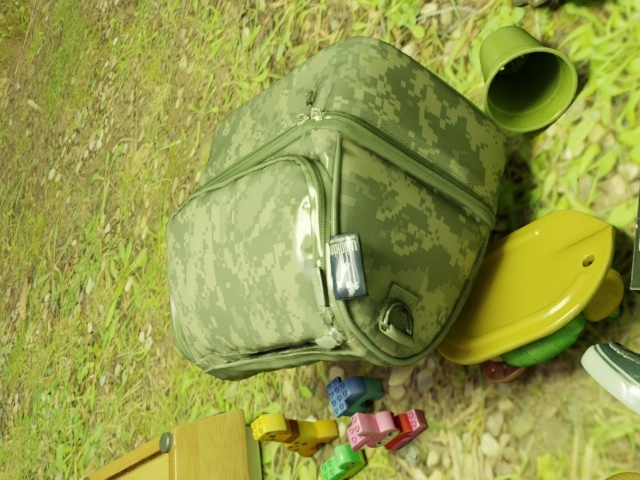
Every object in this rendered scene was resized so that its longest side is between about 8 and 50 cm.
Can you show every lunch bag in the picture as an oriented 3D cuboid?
[{"bbox_3d":[0.000,0.000,0.762,0.305,0.212,0.256,-18,49,52],"label":"lunch bag"}]

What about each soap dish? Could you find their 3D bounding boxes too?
[{"bbox_3d":[-0.188,0.353,1.013,0.291,0.118,0.229,-34,51,41],"label":"soap dish"}]

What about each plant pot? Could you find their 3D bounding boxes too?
[{"bbox_3d":[0.177,-0.153,0.755,0.083,0.083,0.079,-51,29,29],"label":"plant pot"}]

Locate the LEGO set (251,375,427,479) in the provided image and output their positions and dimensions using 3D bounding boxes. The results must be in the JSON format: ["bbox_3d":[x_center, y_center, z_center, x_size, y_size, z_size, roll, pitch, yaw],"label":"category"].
[{"bbox_3d":[-0.010,0.203,0.849,0.227,0.093,0.087,-47,43,33],"label":"LEGO set"}]

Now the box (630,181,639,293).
[{"bbox_3d":[0.294,-0.047,0.546,0.147,0.077,0.180,-5,73,52],"label":"box"}]

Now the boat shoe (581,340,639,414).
[{"bbox_3d":[0.264,0.096,0.552,0.183,0.065,0.083,36,104,47],"label":"boat shoe"}]

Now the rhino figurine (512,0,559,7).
[{"bbox_3d":[0.243,-0.318,0.724,0.106,0.073,0.243,36,105,57],"label":"rhino figurine"}]

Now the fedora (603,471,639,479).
[{"bbox_3d":[0.210,0.206,0.531,0.079,0.194,0.194,-42,33,-14],"label":"fedora"}]

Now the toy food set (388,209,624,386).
[{"bbox_3d":[0.167,0.060,0.698,0.218,0.071,0.128,-31,30,41],"label":"toy food set"}]
